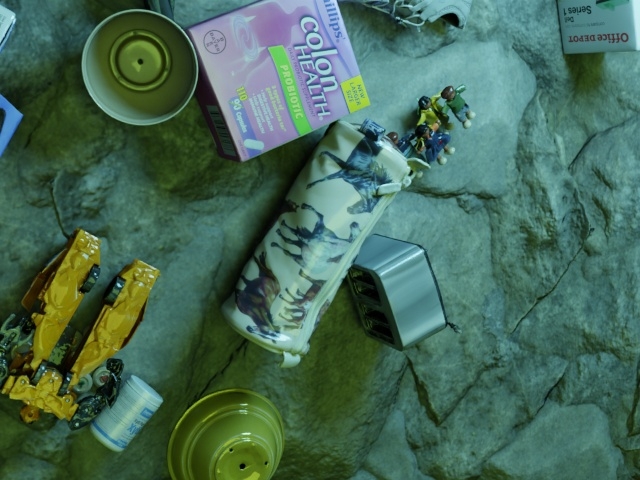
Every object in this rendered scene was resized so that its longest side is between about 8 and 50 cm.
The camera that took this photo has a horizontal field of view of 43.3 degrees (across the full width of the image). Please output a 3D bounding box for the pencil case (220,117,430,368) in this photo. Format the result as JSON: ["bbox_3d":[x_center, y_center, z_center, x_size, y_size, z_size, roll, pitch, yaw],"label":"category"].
[{"bbox_3d":[0.000,0.000,1.322,0.160,0.183,0.410,31,89,-44],"label":"pencil case"}]

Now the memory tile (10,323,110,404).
[{"bbox_3d":[-0.406,0.197,1.276,0.148,0.012,0.113,-13,105,-21],"label":"memory tile"}]

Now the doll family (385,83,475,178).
[{"bbox_3d":[0.190,-0.198,1.433,0.111,0.076,0.193,39,78,-45],"label":"doll family"}]

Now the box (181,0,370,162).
[{"bbox_3d":[-0.076,-0.270,1.277,0.243,0.117,0.214,-26,109,-18],"label":"box"}]

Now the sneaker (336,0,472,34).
[{"bbox_3d":[0.149,-0.407,1.359,0.281,0.105,0.115,-7,103,-24],"label":"sneaker"}]

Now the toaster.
[{"bbox_3d":[0.130,0.090,1.404,0.110,0.185,0.168,-28,111,-22],"label":"toaster"}]

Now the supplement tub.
[{"bbox_3d":[-0.314,0.280,1.301,0.071,0.071,0.107,43,82,-25],"label":"supplement tub"}]

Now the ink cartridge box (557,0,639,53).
[{"bbox_3d":[0.533,-0.487,1.464,0.117,0.201,0.278,-19,108,-19],"label":"ink cartridge box"}]

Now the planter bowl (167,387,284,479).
[{"bbox_3d":[-0.146,0.373,1.384,0.217,0.090,0.217,-5,102,-24],"label":"planter bowl"}]

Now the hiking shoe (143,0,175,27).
[{"bbox_3d":[-0.209,-0.425,1.191,0.114,0.086,0.227,-4,113,-18],"label":"hiking shoe"}]

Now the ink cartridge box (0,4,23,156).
[{"bbox_3d":[-0.573,-0.226,1.006,0.395,0.151,0.270,29,70,-24],"label":"ink cartridge box"}]

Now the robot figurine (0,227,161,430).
[{"bbox_3d":[-0.376,0.141,1.225,0.211,0.085,0.291,31,81,-23],"label":"robot figurine"}]

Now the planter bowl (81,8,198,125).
[{"bbox_3d":[-0.266,-0.260,1.188,0.162,0.109,0.162,-4,110,-12],"label":"planter bowl"}]
